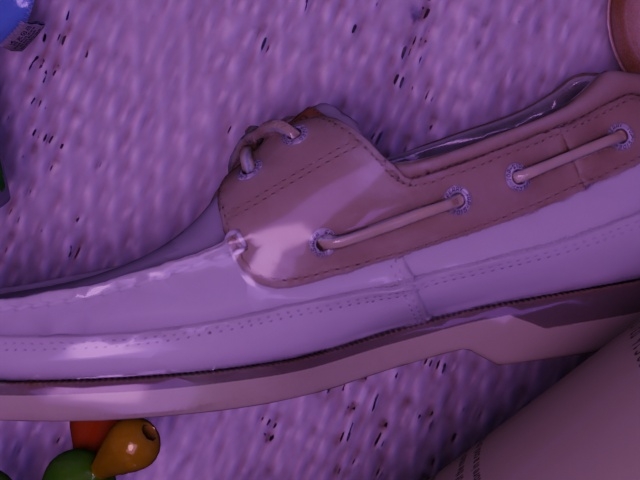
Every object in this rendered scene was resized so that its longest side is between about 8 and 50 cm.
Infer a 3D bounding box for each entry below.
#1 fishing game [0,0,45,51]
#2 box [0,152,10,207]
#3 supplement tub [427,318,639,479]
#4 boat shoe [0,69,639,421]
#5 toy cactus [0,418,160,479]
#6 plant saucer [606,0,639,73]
[{"bbox_3d":[-0.191,-0.127,0.614,0.189,0.041,0.264,40,103,-7],"label":"fishing game"},{"bbox_3d":[-0.262,-0.023,0.505,0.262,0.231,0.126,-8,101,8],"label":"box"},{"bbox_3d":[0.098,0.182,0.552,0.325,0.235,0.235,-39,99,13],"label":"supplement tub"},{"bbox_3d":[0.000,0.000,0.615,0.302,0.113,0.103,-9,97,-13],"label":"boat shoe"},{"bbox_3d":[-0.121,0.159,0.642,0.219,0.112,0.180,-13,118,-5],"label":"toy cactus"},{"bbox_3d":[0.155,-0.092,0.654,0.083,0.015,0.083,-1,99,-4],"label":"plant saucer"}]
